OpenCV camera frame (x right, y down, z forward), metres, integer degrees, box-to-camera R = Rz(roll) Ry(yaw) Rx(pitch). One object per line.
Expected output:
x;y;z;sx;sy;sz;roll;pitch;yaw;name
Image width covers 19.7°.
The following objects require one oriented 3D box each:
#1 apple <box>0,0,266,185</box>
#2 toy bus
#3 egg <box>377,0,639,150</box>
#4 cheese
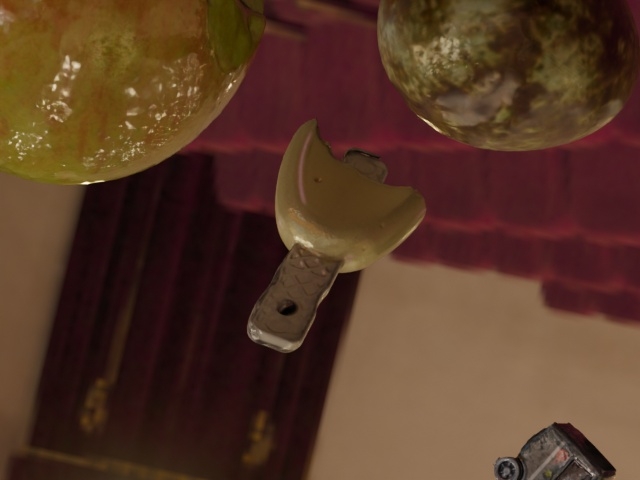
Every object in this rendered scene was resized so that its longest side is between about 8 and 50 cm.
-0.216;-0.214;1.653;0.339;0.340;0.339;13;177;1;apple
0.126;0.197;1.250;0.065;0.166;0.047;44;-166;24;toy bus
0.194;-0.203;1.855;0.289;0.238;0.238;29;169;-30;egg
0.000;0.001;1.448;0.127;0.235;0.050;22;135;8;cheese
